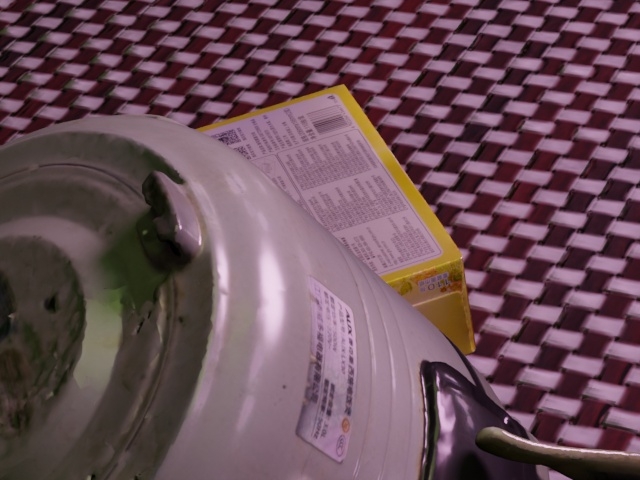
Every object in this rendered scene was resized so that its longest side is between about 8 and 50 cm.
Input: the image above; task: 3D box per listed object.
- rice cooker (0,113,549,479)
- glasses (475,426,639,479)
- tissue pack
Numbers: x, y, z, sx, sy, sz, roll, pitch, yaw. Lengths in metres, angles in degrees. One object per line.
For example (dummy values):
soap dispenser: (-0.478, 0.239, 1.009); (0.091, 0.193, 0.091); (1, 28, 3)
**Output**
rice cooker: (-0.048, 0.086, 0.702); (0.226, 0.244, 0.226); (-20, 50, 25)
glasses: (0.139, 0.121, 0.682); (0.239, 0.102, 0.207); (-13, 62, -42)
tissue pack: (0.000, 0.000, 0.973); (0.095, 0.062, 0.176); (-18, 37, -10)
